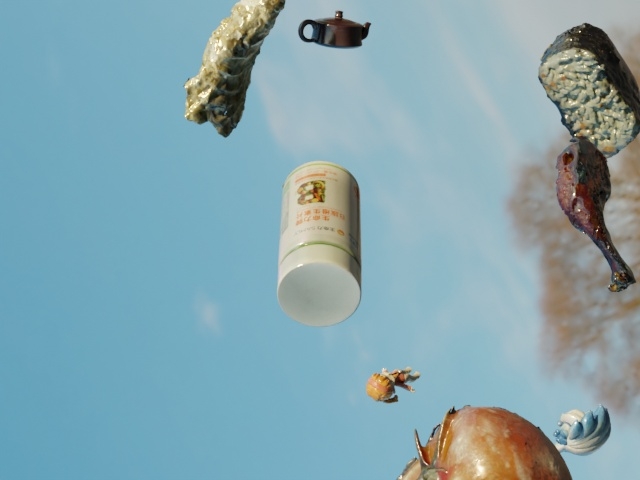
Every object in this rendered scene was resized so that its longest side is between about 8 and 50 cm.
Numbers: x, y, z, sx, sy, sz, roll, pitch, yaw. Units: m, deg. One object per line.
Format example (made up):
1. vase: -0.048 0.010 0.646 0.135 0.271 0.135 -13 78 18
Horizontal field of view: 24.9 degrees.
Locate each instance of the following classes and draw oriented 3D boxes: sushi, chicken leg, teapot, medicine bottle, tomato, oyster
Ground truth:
1. sushi: 0.473 -0.256 2.506 0.225 0.136 0.126 51 -137 -25
2. chicken leg: 0.371 -0.045 1.976 0.106 0.051 0.253 23 -134 -35
3. teapot: 0.018 -0.264 1.807 0.100 0.045 0.068 -1 -166 -27
4. medicine bottle: 0.000 0.000 1.500 0.086 0.086 0.183 50 -158 -29
5. tomato: 0.161 0.288 1.478 0.181 0.214 0.155 29 -168 -8
6. oyster: -0.104 -0.220 1.755 0.106 0.200 0.061 -4 -156 -31

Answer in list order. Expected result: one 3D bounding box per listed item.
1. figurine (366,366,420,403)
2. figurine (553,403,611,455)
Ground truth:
1. figurine: 0.108 0.209 2.119 0.064 0.047 0.109 28 -156 29
2. figurine: 0.426 0.301 2.327 0.079 0.114 0.114 47 -166 25
